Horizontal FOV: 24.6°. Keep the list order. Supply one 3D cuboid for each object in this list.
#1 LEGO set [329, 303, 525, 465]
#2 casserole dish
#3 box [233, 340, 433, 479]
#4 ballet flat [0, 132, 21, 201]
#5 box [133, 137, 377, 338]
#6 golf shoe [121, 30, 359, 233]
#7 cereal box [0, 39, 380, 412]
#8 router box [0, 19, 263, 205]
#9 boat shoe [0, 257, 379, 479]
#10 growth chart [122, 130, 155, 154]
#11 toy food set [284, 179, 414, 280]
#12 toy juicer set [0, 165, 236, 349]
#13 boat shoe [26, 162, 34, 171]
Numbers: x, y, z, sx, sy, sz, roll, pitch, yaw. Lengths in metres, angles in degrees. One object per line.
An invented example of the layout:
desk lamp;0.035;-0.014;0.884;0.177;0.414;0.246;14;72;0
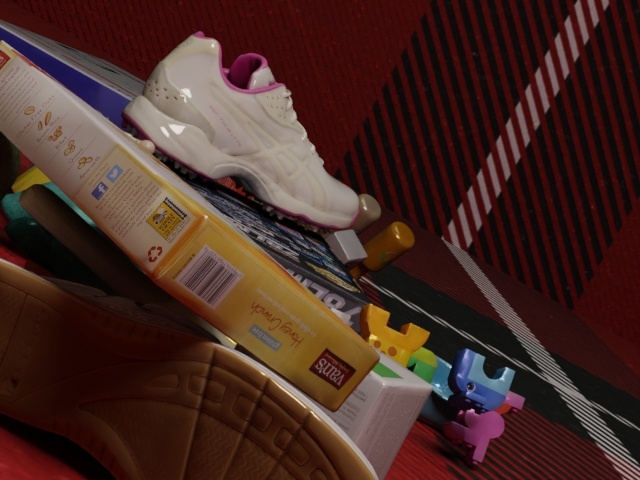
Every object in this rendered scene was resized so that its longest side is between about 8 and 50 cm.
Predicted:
LEGO set;0.067;0.123;1.197;0.227;0.093;0.087;25;-19;-12
casserole dish;0.102;0.139;1.380;0.114;0.037;0.188;28;6;-11
box;-0.005;0.107;0.907;0.101;0.102;0.087;31;5;25
ballet flat;-0.277;-0.025;0.771;0.123;0.123;0.348;34;10;32
box;-0.109;-0.008;1.438;0.295;0.073;0.293;27;8;-16
golf shoe;-0.054;-0.105;1.507;0.306;0.140;0.115;26;5;-42
cereal box;-0.088;-0.012;0.833;0.240;0.047;0.173;40;0;43
router box;-0.255;-0.158;1.808;0.335;0.082;0.301;30;7;26
boat shoe;-0.084;0.082;0.786;0.277;0.098;0.096;29;8;10
growth chart;-0.257;-0.114;1.273;0.172;0.021;0.237;21;5;12
toy food set;0.000;0.000;1.794;0.232;0.104;0.111;-9;65;-53
toy juicer set;-0.137;0.040;1.005;0.209;0.089;0.329;46;0;-11
boat shoe;-0.120;-0.001;1.210;0.258;0.109;0.089;24;12;-25
